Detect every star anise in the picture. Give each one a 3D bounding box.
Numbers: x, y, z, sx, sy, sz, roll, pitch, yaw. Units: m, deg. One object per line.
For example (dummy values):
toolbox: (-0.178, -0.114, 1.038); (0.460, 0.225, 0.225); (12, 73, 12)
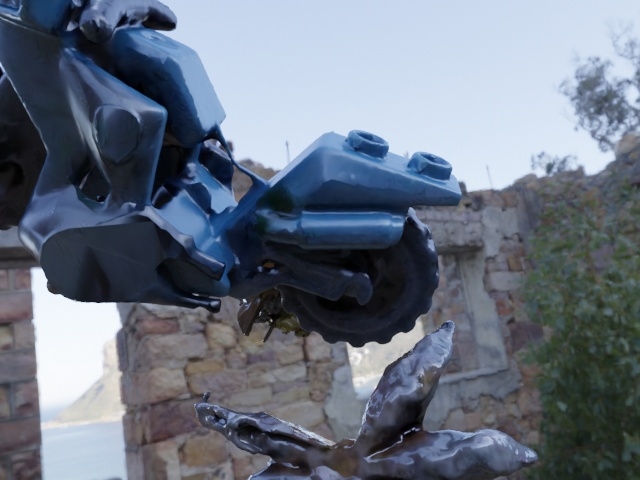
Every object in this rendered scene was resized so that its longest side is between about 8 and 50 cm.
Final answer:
star anise: (0.025, 0.149, 0.357); (0.207, 0.172, 0.063); (-18, -22, 5)

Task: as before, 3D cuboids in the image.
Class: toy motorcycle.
toy motorcycle: (-0.094, -0.068, 0.435); (0.415, 0.232, 0.172); (20, 23, 0)

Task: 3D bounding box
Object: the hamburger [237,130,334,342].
hamburger: (0.000, 0.000, 0.658); (0.138, 0.243, 0.262); (32, 16, -8)
